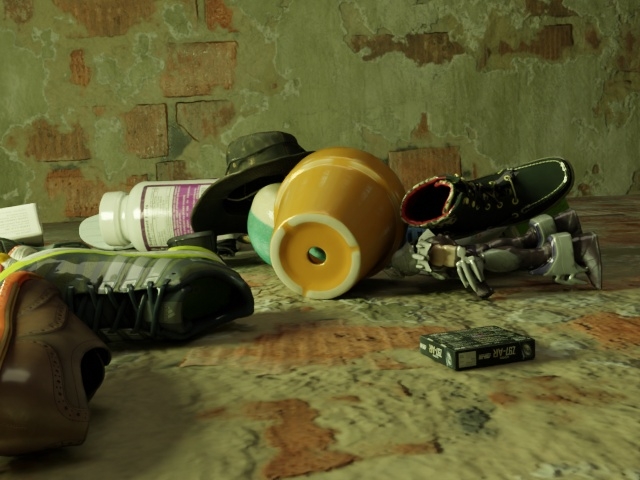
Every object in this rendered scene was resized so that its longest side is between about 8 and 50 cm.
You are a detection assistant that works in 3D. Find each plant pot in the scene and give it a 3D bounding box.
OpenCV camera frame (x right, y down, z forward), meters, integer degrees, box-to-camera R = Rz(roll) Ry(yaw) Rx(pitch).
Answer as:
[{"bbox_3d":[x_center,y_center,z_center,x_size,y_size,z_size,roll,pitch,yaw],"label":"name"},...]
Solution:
[{"bbox_3d":[0.014,-0.012,1.034,0.205,0.205,0.188,-1,22,16],"label":"plant pot"}]

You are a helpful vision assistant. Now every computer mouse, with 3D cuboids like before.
[{"bbox_3d":[-0.211,0.022,1.394,0.184,0.060,0.262,-9,-4,-18],"label":"computer mouse"}]

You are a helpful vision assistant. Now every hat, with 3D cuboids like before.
[{"bbox_3d":[-0.120,-0.129,1.395,0.331,0.134,0.331,-20,-17,-6],"label":"hat"}]

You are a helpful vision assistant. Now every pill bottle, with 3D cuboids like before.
[{"bbox_3d":[-0.334,-0.053,1.623,0.301,0.170,0.169,-2,6,4],"label":"pill bottle"}]

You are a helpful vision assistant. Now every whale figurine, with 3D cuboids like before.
[{"bbox_3d":[0.000,0.000,1.276,0.271,0.141,0.216,19,18,-6],"label":"whale figurine"}]

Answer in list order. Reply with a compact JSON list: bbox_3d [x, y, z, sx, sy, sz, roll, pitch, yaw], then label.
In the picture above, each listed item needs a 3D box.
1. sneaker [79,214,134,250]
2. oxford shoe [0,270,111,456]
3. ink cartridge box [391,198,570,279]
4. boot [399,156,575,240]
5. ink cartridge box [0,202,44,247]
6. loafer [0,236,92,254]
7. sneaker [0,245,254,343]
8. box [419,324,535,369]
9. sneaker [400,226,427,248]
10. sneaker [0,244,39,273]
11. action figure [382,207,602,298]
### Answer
[{"bbox_3d":[-0.468,-0.014,1.796,0.257,0.094,0.091,2,-12,4],"label":"sneaker"},{"bbox_3d":[-0.219,0.095,0.563,0.098,0.097,0.271,16,10,-17],"label":"oxford shoe"},{"bbox_3d":[0.272,0.005,1.214,0.255,0.097,0.188,-43,23,-21],"label":"ink cartridge box"},{"bbox_3d":[0.243,-0.064,1.046,0.236,0.085,0.178,-23,-15,25],"label":"boot"},{"bbox_3d":[-0.634,0.038,1.233,0.296,0.066,0.261,-12,-17,-24],"label":"ink cartridge box"},{"bbox_3d":[-0.491,0.051,1.166,0.084,0.096,0.267,-22,-12,31],"label":"loafer"},{"bbox_3d":[-0.202,0.061,0.763,0.299,0.111,0.121,-10,13,-39],"label":"sneaker"},{"bbox_3d":[0.142,0.097,0.657,0.083,0.018,0.067,-5,6,-20],"label":"box"},{"bbox_3d":[0.206,-0.010,1.520,0.144,0.053,0.059,-9,11,-41],"label":"sneaker"},{"bbox_3d":[-0.414,0.064,1.029,0.092,0.088,0.225,17,2,-11],"label":"sneaker"},{"bbox_3d":[0.227,0.026,0.983,0.284,0.099,0.185,-6,13,1],"label":"action figure"}]
